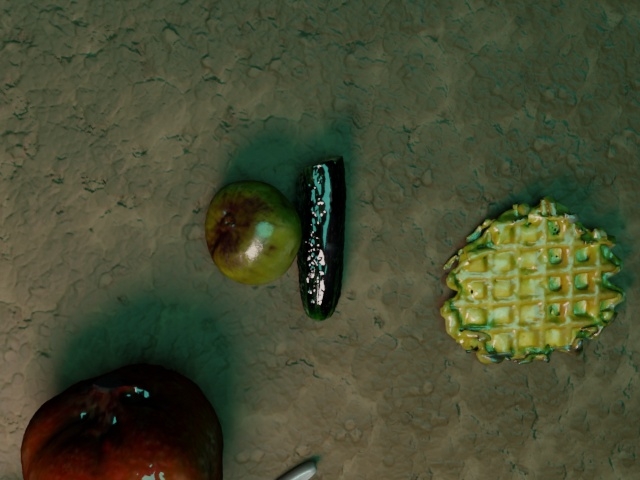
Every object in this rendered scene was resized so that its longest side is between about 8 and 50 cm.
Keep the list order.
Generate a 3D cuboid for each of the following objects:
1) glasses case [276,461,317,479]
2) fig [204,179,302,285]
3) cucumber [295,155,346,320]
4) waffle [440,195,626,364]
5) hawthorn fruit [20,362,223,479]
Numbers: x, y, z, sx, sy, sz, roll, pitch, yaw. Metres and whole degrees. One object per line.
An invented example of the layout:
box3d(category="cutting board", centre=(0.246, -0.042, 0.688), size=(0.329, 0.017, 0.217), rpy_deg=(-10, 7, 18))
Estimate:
box3d(category="glasses case", centre=(-0.043, 0.359, 1.534), size=(0.083, 0.032, 0.021), rpy_deg=(-32, 104, -4))
box3d(category="fig", centre=(-0.095, -0.009, 1.427), size=(0.135, 0.120, 0.153), rpy_deg=(19, 125, 30))
box3d(category="cucumber", centre=(0.000, 0.000, 1.470), size=(0.074, 0.074, 0.242), rpy_deg=(-1, 100, -8))
box3d(category="waffle", centre=(0.323, 0.074, 1.535), size=(0.262, 0.060, 0.280), rpy_deg=(41, 91, -12))
box3d(category="hawthorn fruit", centre=(-0.259, 0.324, 1.370), size=(0.294, 0.295, 0.312), rpy_deg=(1, 93, -9))
